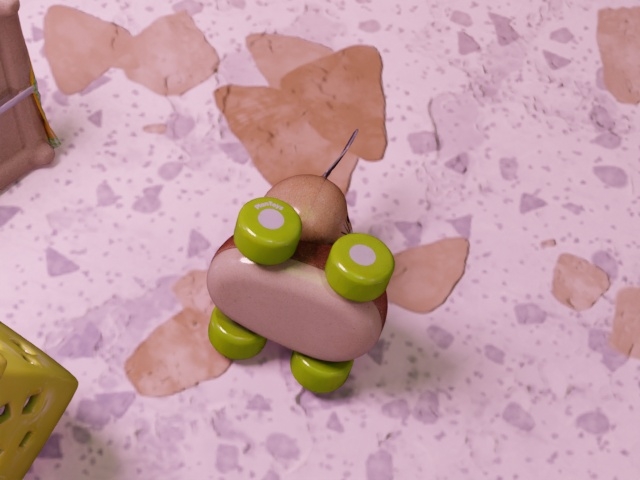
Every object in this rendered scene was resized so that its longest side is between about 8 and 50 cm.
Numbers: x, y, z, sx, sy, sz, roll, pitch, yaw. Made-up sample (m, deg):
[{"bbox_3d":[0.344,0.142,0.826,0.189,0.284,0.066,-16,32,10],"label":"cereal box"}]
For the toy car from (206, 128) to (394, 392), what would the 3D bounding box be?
[{"bbox_3d":[0.000,0.000,1.151,0.149,0.155,0.188,22,47,2],"label":"toy car"}]

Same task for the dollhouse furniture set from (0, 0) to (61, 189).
[{"bbox_3d":[-0.384,-0.093,1.111,0.151,0.198,0.301,34,57,27],"label":"dollhouse furniture set"}]

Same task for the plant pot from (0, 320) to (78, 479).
[{"bbox_3d":[-0.331,0.121,0.943,0.228,0.207,0.227,32,81,6],"label":"plant pot"}]
